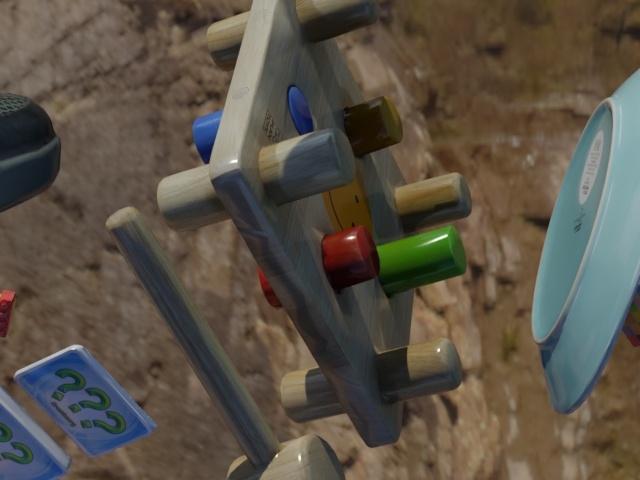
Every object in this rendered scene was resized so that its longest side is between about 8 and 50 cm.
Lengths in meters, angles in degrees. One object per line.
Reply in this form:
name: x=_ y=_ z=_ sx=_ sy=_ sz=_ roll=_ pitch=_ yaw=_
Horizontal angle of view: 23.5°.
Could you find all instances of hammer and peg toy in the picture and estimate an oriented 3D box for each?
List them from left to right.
hammer and peg toy: x=0.000 y=0.000 z=1.009 sx=0.127 sy=0.266 sz=0.361 roll=-15 pitch=35 yaw=20

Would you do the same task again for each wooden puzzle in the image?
wooden puzzle: x=0.243 y=0.056 z=1.170 sx=0.006 sy=0.083 sz=0.049 roll=-42 pitch=99 yaw=-34

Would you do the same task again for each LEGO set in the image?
LEGO set: x=-0.236 y=0.071 z=0.868 sx=0.182 sy=0.244 sz=0.060 roll=-24 pitch=30 yaw=23

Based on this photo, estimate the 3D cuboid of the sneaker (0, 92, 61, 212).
sneaker: x=-0.186 y=-0.063 z=0.496 sx=0.227 sy=0.087 sz=0.130 roll=-1 pitch=102 yaw=-33

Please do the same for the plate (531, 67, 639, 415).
plate: x=0.134 y=-0.007 z=0.762 sx=0.024 sy=0.188 sz=0.188 roll=15 pitch=77 yaw=0
